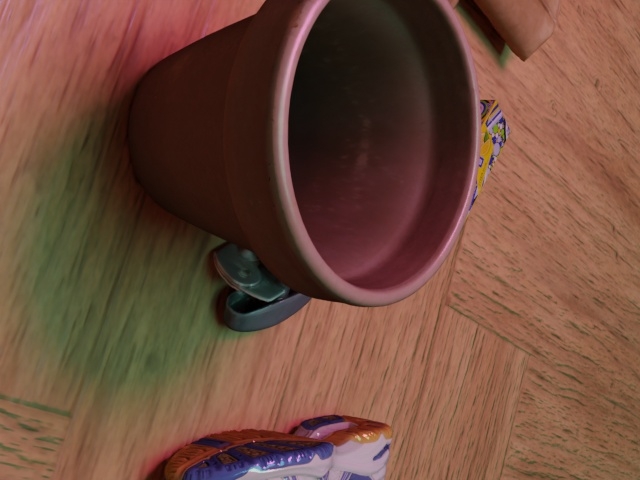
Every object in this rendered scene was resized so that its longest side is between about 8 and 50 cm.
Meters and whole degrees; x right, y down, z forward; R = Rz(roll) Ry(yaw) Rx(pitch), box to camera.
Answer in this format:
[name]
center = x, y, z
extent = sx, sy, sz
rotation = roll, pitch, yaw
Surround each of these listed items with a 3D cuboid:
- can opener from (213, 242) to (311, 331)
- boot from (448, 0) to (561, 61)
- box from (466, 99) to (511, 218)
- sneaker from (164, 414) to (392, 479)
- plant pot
[can opener]
center = 0.000, 0.000, 0.988
extent = 0.283, 0.076, 0.095
rotation = -31, 150, -44
[boot]
center = 0.197, -0.292, 1.157
extent = 0.269, 0.089, 0.236
rotation = 34, 69, -48
[box]
center = 0.167, -0.091, 1.170
extent = 0.059, 0.054, 0.168
rotation = 55, 54, -39
[sneaker]
center = -0.027, 0.249, 0.936
extent = 0.296, 0.112, 0.130
rotation = 6, 90, -50
[plant pot]
center = -0.030, -0.089, 0.797
extent = 0.263, 0.229, 0.262
rotation = -9, 102, -49
